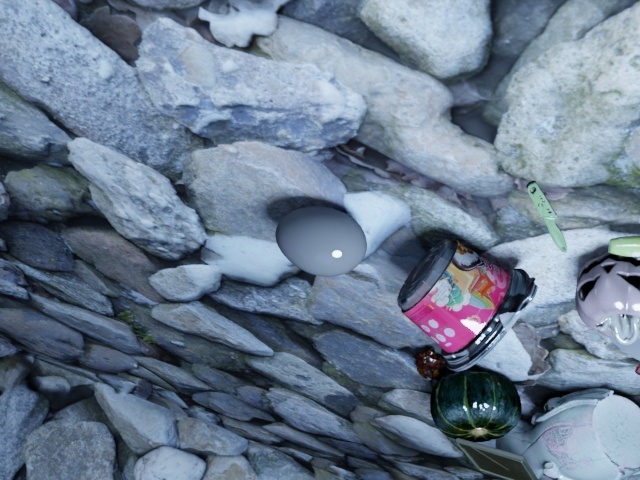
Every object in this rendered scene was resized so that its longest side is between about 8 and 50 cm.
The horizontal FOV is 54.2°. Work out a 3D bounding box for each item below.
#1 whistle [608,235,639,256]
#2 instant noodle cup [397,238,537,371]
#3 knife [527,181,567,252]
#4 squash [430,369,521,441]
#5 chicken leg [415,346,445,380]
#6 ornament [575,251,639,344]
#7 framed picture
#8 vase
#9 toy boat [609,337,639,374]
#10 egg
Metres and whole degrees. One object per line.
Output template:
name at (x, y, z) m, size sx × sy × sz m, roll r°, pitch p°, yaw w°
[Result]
whistle at (0.631, 0.012, 1.099) m, size 0.227 × 0.085 × 0.105 m, roll 2°, pitch 143°, yaw 20°
instant noodle cup at (0.276, 0.114, 1.291) m, size 0.182 × 0.258 × 0.302 m, roll 37°, pitch 131°, yaw -3°
knife at (0.433, -0.040, 1.179) m, size 0.030 × 0.014 × 0.207 m, roll -10°, pitch 137°, yaw 37°
squash at (0.431, 0.461, 1.747) m, size 0.252 × 0.165 × 0.252 m, roll 2°, pitch 141°, yaw 2°
chicken leg at (0.316, 0.363, 1.776) m, size 0.089 × 0.048 × 0.219 m, roll 3°, pitch 144°, yaw 18°
ornament at (0.579, 0.112, 1.196) m, size 0.178 × 0.177 × 0.177 m, roll 12°, pitch 146°, yaw 8°
framed picture at (0.500, 0.627, 1.750) m, size 0.192 × 0.018 × 0.265 m, roll 6°, pitch 149°, yaw 35°
vase at (0.684, 0.559, 1.739) m, size 0.250 × 0.250 × 0.445 m, roll 24°, pitch 150°, yaw -9°
toy boat at (0.728, 0.236, 1.395) m, size 0.318 × 0.072 × 0.219 m, roll 15°, pitch 143°, yaw 11°
egg at (0.000, 0.000, 1.317) m, size 0.199 × 0.146 × 0.146 m, roll 18°, pitch 147°, yaw 12°
